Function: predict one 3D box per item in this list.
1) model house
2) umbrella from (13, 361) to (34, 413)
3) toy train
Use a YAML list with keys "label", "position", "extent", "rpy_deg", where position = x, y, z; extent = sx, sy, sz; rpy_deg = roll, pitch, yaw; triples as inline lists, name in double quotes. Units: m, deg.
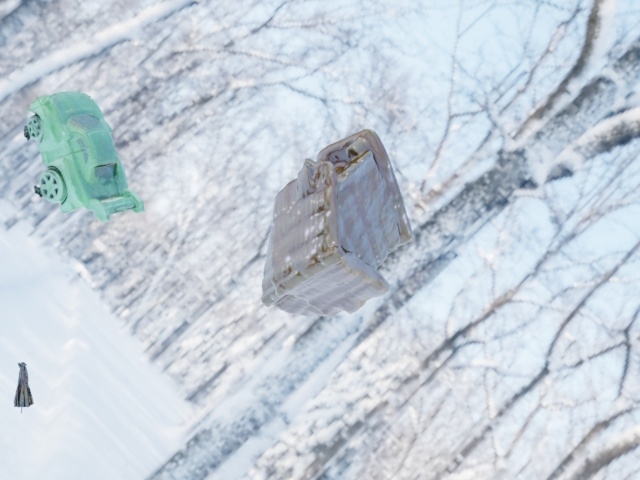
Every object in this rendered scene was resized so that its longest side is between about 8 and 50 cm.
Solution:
- label: "model house"
  position: [0.001, -0.001, 1.267]
  extent: [0.199, 0.229, 0.220]
  rpy_deg: [-18, -73, 37]
- label: "umbrella"
  position: [-0.453, 0.225, 1.445]
  extent: [0.031, 0.083, 0.020]
  rpy_deg: [5, 5, 10]
- label: "toy train"
  position: [-0.256, -0.091, 1.034]
  extent: [0.081, 0.099, 0.149]
  rpy_deg: [-11, -85, 37]
